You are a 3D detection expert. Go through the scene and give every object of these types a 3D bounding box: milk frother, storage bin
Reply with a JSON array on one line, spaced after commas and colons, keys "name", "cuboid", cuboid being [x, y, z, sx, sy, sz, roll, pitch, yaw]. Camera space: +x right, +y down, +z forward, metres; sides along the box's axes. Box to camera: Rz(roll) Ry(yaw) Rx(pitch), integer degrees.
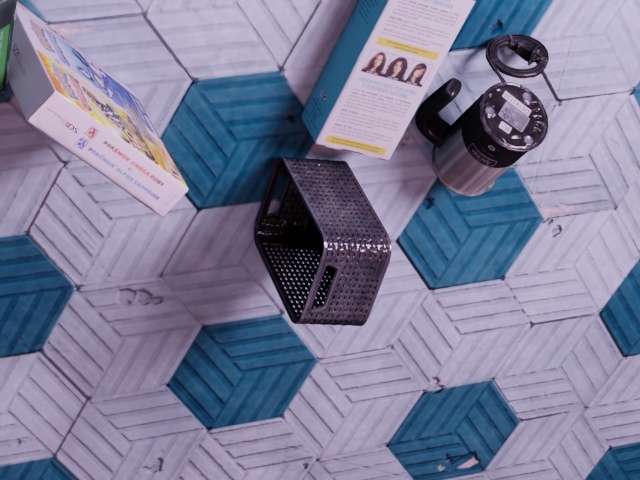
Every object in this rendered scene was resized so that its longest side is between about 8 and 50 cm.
[{"name": "milk frother", "cuboid": [0.196, -0.145, 1.914, 0.143, 0.129, 0.135, -37, 176, -30]}, {"name": "storage bin", "cuboid": [0.000, 0.000, 1.885, 0.084, 0.180, 0.122, 3, 125, -25]}]

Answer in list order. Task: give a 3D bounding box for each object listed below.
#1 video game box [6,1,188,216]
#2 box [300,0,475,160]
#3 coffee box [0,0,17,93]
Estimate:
[{"name": "video game box", "cuboid": [-0.234, -0.134, 1.668, 0.048, 0.205, 0.187, -46, 130, 11]}, {"name": "box", "cuboid": [0.077, -0.208, 1.831, 0.101, 0.060, 0.244, 12, 121, -30]}, {"name": "coffee box", "cuboid": [-0.372, -0.214, 1.579, 0.040, 0.184, 0.113, -43, 155, -51]}]
